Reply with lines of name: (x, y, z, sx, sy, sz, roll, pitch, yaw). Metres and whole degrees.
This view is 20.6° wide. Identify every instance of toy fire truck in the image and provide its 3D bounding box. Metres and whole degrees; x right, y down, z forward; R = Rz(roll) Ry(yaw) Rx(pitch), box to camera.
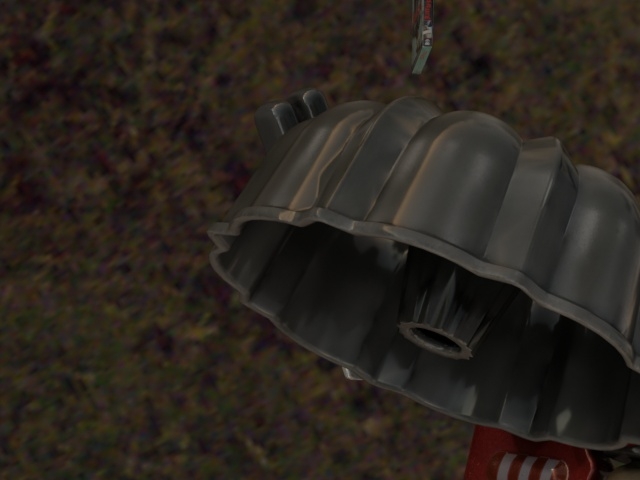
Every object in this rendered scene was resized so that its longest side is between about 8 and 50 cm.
toy fire truck: (0.262, 0.231, 1.695, 0.169, 0.302, 0.254, 22, 77, -46)

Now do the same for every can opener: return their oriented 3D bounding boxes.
can opener: (0.000, 0.000, 1.656, 0.076, 0.095, 0.283, -26, 102, -34)

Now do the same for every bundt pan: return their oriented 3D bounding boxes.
bundt pan: (0.096, 0.014, 1.168, 0.331, 0.331, 0.124, 33, 68, -27)

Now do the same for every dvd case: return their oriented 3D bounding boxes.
dvd case: (0.111, -0.252, 1.914, 0.013, 0.087, 0.119, 2, 77, -5)
